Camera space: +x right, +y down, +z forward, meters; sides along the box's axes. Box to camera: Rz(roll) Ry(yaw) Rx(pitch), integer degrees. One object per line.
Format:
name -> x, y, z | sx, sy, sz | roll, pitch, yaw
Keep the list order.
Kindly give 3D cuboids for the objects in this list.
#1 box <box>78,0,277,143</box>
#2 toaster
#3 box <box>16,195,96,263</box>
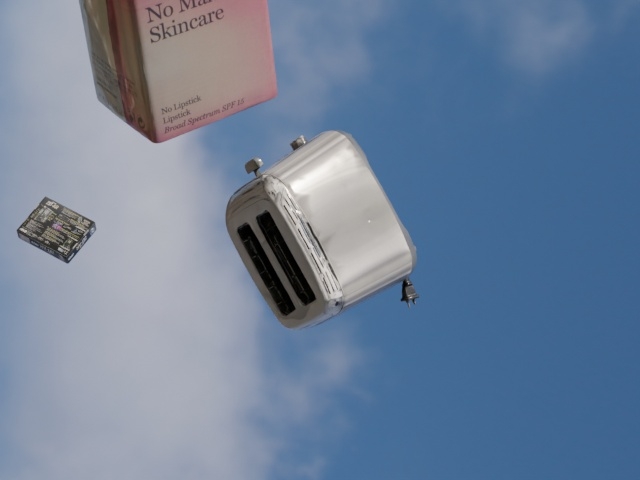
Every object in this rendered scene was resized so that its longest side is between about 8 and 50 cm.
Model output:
box -> -0.143, -0.236, 1.612 | 0.127, 0.148, 0.232 | 38, -36, 46
toaster -> 0.000, 0.000, 1.832 | 0.129, 0.146, 0.227 | -27, -89, 51
box -> -0.352, -0.014, 2.224 | 0.083, 0.018, 0.067 | 26, -121, 16
